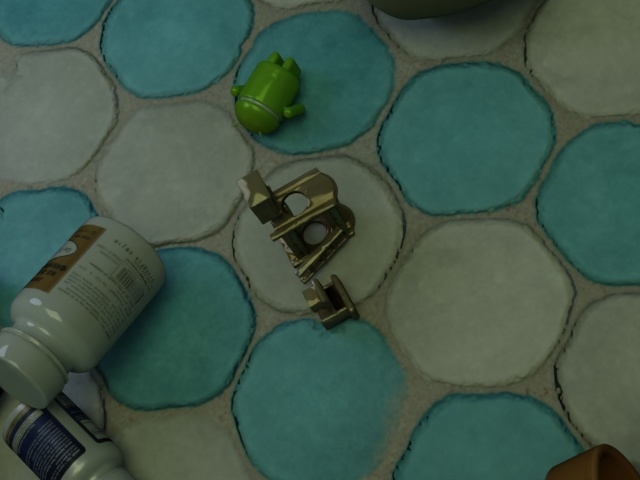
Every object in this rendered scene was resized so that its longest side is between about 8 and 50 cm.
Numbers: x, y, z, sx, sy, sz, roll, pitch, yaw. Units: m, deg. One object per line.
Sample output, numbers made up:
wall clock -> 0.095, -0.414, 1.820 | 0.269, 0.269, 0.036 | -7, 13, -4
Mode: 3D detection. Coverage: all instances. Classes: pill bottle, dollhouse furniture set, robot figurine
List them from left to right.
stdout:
pill bottle -> -0.306, 0.267, 1.393 | 0.169, 0.094, 0.094 | 39, 84, 23
pill bottle -> -0.307, 0.090, 1.399 | 0.131, 0.131, 0.229 | 24, 56, 20
robot figurine -> -0.071, -0.193, 1.513 | 0.101, 0.067, 0.115 | 24, 78, 21
dollhouse furniture set -> 0.000, 0.000, 1.365 | 0.101, 0.182, 0.161 | -29, 67, 2

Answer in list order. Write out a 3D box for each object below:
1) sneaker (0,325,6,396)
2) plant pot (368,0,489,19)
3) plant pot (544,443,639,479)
sneaker -> -0.462, 0.172, 1.450 | 0.146, 0.122, 0.330 | -18, 68, 9
plant pot -> 0.131, -0.397, 1.452 | 0.191, 0.284, 0.284 | -44, 62, 35
plant pot -> 0.252, 0.378, 1.135 | 0.203, 0.291, 0.290 | -27, 66, 21
